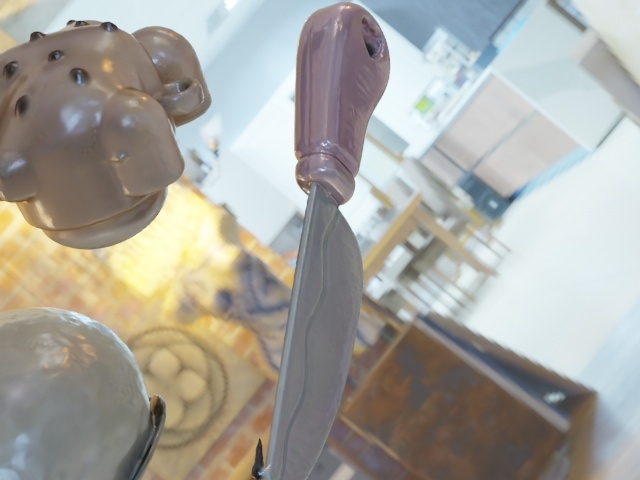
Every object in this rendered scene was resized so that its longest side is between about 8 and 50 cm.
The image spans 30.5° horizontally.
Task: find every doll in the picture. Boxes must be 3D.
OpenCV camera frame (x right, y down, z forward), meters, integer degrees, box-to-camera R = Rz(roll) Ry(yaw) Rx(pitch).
[{"bbox_3d":[-0.198,-0.062,0.705,0.278,0.119,0.154,-3,32,23],"label":"doll"}]

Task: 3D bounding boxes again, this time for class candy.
[{"bbox_3d":[-0.252,0.171,0.878,0.295,0.185,0.295,-43,15,14],"label":"candy"}]

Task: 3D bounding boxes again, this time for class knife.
[{"bbox_3d":[0.002,0.001,0.702,0.043,0.081,0.336,-11,57,32],"label":"knife"}]
